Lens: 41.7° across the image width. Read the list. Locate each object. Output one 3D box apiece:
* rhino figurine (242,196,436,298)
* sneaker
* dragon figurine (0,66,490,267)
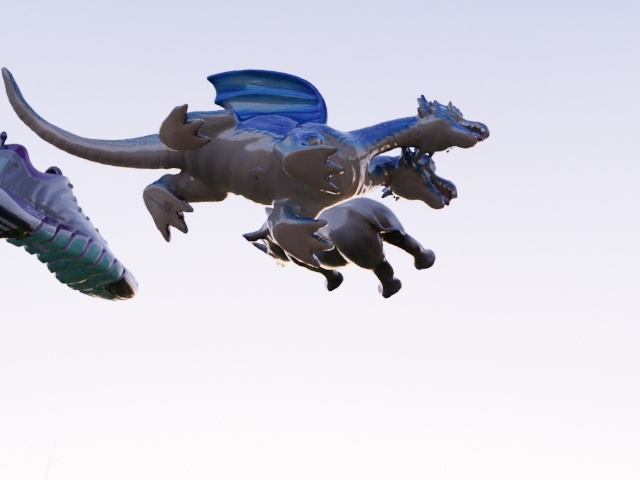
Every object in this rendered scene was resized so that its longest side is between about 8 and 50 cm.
[{"bbox_3d":[0.000,0.000,0.892,0.243,0.073,0.106,1,-38,50],"label":"rhino figurine"},{"bbox_3d":[-0.260,-0.019,0.879,0.083,0.098,0.223,-8,-34,29],"label":"sneaker"},{"bbox_3d":[-0.042,-0.058,0.534,0.289,0.144,0.085,10,-67,9],"label":"dragon figurine"}]
